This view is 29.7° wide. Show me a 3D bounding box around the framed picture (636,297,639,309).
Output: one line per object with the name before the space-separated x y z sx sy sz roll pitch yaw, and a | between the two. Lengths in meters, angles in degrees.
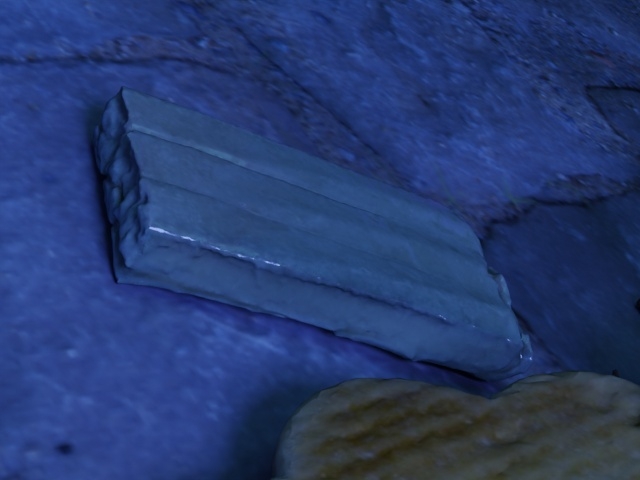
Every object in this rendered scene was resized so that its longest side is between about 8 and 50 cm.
framed picture | 0.302 0.131 0.681 0.184 0.016 0.250 14 35 -28

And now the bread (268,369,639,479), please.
bread | 0.093 0.138 0.356 0.316 0.054 0.316 6 28 -3

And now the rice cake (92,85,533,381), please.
rice cake | 0.000 0.000 0.575 0.211 0.038 0.124 15 33 -27
